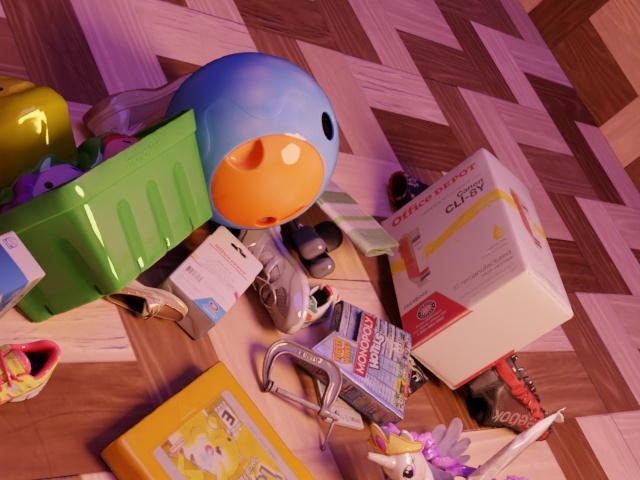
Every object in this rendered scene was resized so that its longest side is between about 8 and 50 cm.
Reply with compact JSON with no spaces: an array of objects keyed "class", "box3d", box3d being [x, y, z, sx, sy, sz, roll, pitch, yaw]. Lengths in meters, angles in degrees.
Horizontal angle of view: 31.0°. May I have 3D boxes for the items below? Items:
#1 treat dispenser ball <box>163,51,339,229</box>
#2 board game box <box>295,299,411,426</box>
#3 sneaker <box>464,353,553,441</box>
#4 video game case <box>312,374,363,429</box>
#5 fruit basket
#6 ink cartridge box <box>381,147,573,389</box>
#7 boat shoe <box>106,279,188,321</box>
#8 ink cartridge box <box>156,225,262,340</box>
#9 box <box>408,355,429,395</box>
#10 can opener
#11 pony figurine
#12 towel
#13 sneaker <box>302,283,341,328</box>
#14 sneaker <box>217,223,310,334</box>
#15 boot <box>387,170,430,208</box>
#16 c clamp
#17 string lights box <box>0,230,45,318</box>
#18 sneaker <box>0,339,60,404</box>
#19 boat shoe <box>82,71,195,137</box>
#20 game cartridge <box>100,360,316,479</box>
[{"class":"treat dispenser ball","box3d":[-0.113,-0.160,1.875,0.288,0.288,0.288,32,35,-26]},{"class":"board game box","box3d":[0.061,0.194,1.968,0.194,0.060,0.194,28,50,-18]},{"class":"sneaker","box3d":[0.360,0.318,2.243,0.276,0.135,0.098,53,8,-43]},{"class":"video game case","box3d":[0.027,0.260,1.959,0.087,0.011,0.122,20,41,-38]},{"class":"fruit basket","box3d":[-0.371,-0.112,1.645,0.392,0.282,0.392,39,41,-44]},{"class":"ink cartridge box","box3d":[0.287,0.047,2.225,0.160,0.279,0.385,39,26,-31]},{"class":"boat shoe","box3d":[-0.264,0.096,1.736,0.135,0.050,0.045,24,41,-20]},{"class":"ink cartridge box","box3d":[-0.178,0.065,1.845,0.104,0.061,0.181,45,37,-5]},{"class":"box","box3d":[0.144,0.252,2.077,0.062,0.052,0.083,53,32,10]},{"class":"can opener","box3d":[0.000,0.000,2.040,0.076,0.095,0.283,65,-3,-11]},{"class":"pony figurine","box3d":[0.229,0.419,1.838,0.351,0.302,0.364,-18,85,-48]},{"class":"towel","box3d":[0.002,-0.086,2.170,0.325,0.038,0.248,44,12,12]},{"class":"sneaker","box3d":[0.006,0.105,2.038,0.057,0.075,0.161,55,31,9]},{"class":"sneaker","box3d":[-0.110,0.045,1.963,0.115,0.105,0.281,-3,51,-34]},{"class":"boot","box3d":[0.242,-0.044,2.499,0.178,0.085,0.236,23,33,-33]},{"class":"c clamp","box3d":[-0.029,0.238,1.857,0.160,0.022,0.137,32,68,-11]},{"class":"string lights box","box3d":[-0.470,0.086,1.395,0.077,0.133,0.259,52,31,3]},{"class":"sneaker","box3d":[-0.405,0.168,1.428,0.081,0.094,0.208,54,32,6]},{"class":"boat shoe","box3d":[-0.262,-0.209,2.015,0.341,0.121,0.110,-24,80,-48]},{"class":"game cartridge","box3d":[-0.121,0.354,1.629,0.324,0.052,0.285,50,31,3]}]
